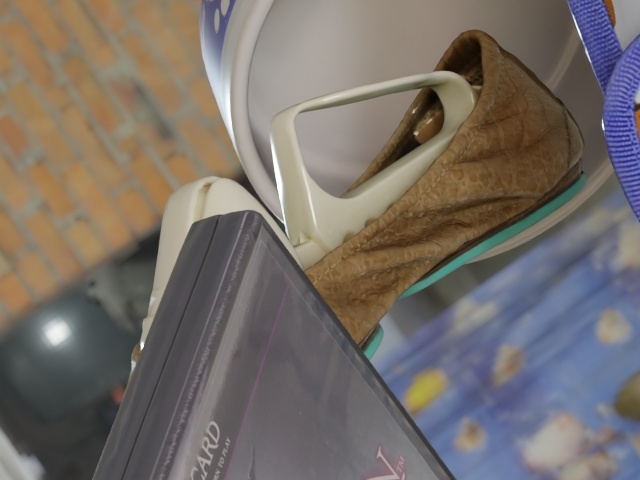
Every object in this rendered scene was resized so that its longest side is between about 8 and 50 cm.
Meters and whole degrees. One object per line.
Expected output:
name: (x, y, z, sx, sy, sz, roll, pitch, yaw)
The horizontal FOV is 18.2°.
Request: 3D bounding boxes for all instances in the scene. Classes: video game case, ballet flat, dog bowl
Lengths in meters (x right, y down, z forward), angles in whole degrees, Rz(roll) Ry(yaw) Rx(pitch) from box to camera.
video game case: (0.018, 0.154, 0.514, 0.274, 0.026, 0.196, 55, -143, -36)
ballet flat: (0.000, 0.000, 0.971, 0.116, 0.342, 0.124, -12, 112, 56)
dog bowl: (0.065, -0.120, 1.185, 0.265, 0.265, 0.104, 60, -177, -36)

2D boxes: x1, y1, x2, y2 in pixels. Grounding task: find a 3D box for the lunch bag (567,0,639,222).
lunch bag: (0.276, -0.131, 0.834, 0.239, 0.328, 0.385, 20, -131, -53)
